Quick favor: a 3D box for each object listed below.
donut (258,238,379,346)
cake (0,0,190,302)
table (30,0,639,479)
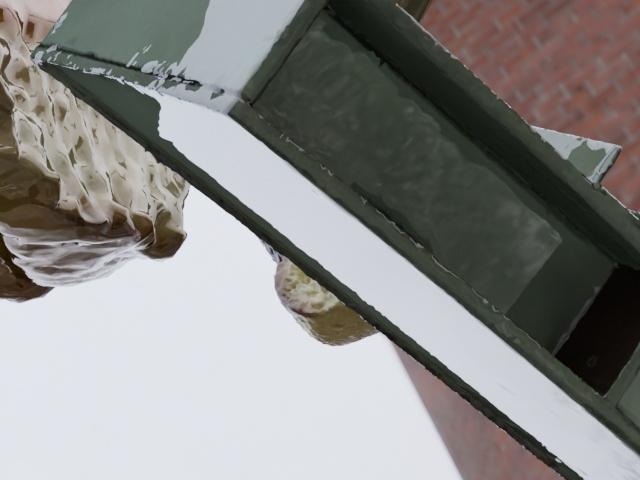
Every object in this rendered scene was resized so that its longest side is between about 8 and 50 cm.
[{"bbox_3d":[0.001,0.001,1.348,0.085,0.217,0.141,-35,-44,5],"label":"donut"},{"bbox_3d":[-0.243,-0.121,0.806,0.314,0.307,0.293,-12,-10,18],"label":"cake"},{"bbox_3d":[0.065,-0.014,0.494,0.240,0.121,0.111,39,-99,-29],"label":"table"}]
